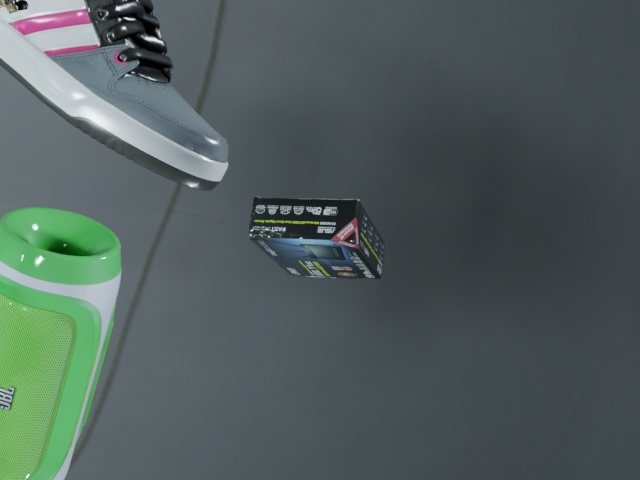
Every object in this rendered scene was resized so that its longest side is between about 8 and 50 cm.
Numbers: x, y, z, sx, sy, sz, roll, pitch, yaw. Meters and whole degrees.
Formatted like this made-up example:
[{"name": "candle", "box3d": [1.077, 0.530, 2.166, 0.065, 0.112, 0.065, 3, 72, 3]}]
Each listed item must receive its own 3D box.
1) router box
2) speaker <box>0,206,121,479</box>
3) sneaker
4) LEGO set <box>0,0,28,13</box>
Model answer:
[{"name": "router box", "box3d": [0.000, 0.000, 0.737, 0.122, 0.092, 0.038, 50, 45, -66]}, {"name": "speaker", "box3d": [-0.283, 0.123, 0.816, 0.131, 0.131, 0.296, 8, 112, -29]}, {"name": "sneaker", "box3d": [-0.148, -0.185, 0.605, 0.295, 0.124, 0.178, 39, 99, 3]}, {"name": "LEGO set", "box3d": [-0.153, -0.140, 0.369, 0.023, 0.054, 0.083, -14, 73, -1]}]
